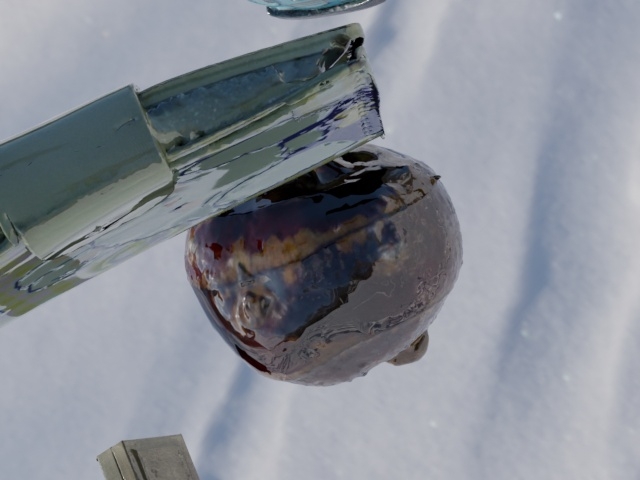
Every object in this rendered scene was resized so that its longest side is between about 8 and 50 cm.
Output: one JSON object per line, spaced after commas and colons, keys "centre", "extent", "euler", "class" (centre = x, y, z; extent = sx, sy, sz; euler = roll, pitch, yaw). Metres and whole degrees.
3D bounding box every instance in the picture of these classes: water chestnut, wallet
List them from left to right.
{"centre": [-0.112, -0.021, 0.922], "extent": [0.309, 0.223, 0.077], "euler": [-27, 82, -1], "class": "wallet"}
{"centre": [0.000, 0.000, 1.400], "extent": [0.224, 0.238, 0.223], "euler": [-15, 17, 5], "class": "water chestnut"}

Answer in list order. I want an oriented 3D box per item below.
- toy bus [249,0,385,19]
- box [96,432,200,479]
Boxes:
{"centre": [-0.030, -0.329, 1.453], "extent": [0.133, 0.165, 0.271], "euler": [-4, 83, 38], "class": "toy bus"}
{"centre": [-0.136, 0.207, 1.469], "extent": [0.035, 0.079, 0.083], "euler": [-33, 70, 30], "class": "box"}
